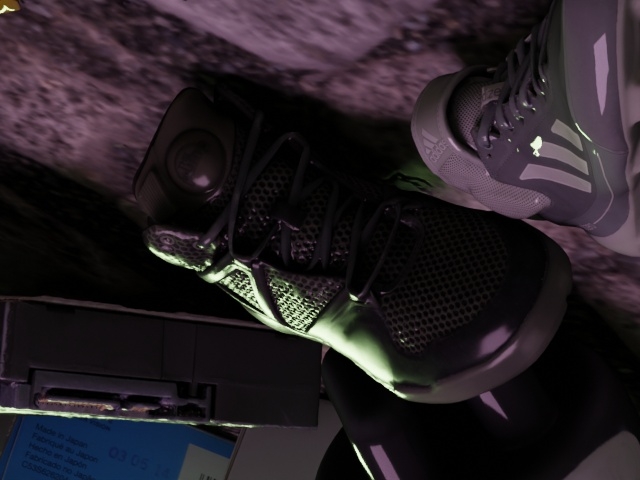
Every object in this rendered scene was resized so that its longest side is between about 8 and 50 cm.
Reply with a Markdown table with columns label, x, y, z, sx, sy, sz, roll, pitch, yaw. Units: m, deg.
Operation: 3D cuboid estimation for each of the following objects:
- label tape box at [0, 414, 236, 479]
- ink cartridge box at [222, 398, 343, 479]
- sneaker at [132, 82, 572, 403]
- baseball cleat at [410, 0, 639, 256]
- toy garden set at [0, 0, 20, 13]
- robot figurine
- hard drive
| label | x | y | z | sx | sy | sz | roll | pitch | yaw |
| --- | --- | --- | --- | --- | --- | --- | --- | --- | --- |
| label tape box | -0.165 | 0.210 | 1.502 | 0.240 | 0.106 | 0.333 | 24 | 159 | -16 |
| ink cartridge box | 0.090 | 0.230 | 1.301 | 0.223 | 0.129 | 0.307 | 10 | 159 | 29 |
| sneaker | 0.000 | 0.000 | 0.832 | 0.130 | 0.087 | 0.227 | 31 | 173 | -34 |
| baseball cleat | 0.080 | -0.047 | 0.707 | 0.109 | 0.072 | 0.206 | 11 | 157 | 17 |
| toy garden set | -0.136 | -0.148 | 0.660 | 0.203 | 0.049 | 0.244 | -2 | 152 | 42 |
| robot figurine | 0.102 | 0.158 | 1.005 | 0.209 | 0.173 | 0.278 | -11 | 120 | 35 |
| hard drive | -0.198 | 0.069 | 1.139 | 0.339 | 0.064 | 0.237 | -1 | 173 | 43 |
